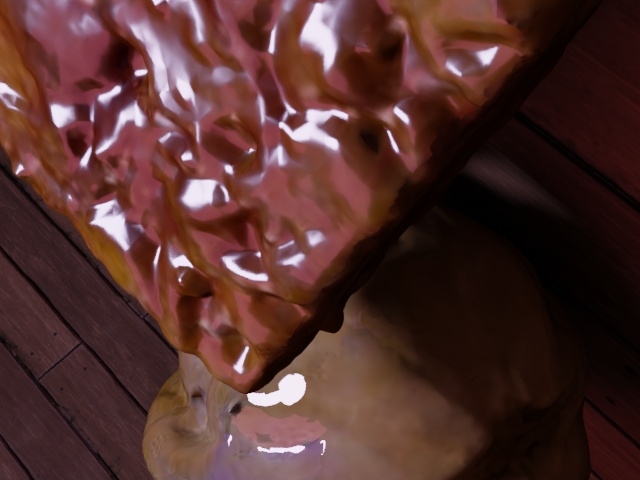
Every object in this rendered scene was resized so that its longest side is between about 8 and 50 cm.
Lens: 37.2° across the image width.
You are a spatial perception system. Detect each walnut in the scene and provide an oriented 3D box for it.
[{"bbox_3d":[0.040,0.136,0.800,0.383,0.383,0.383,45,167,14],"label":"walnut"}]

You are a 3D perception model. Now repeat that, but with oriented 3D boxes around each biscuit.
[{"bbox_3d":[-0.072,-0.149,0.523,0.395,0.166,0.342,46,138,9],"label":"biscuit"}]
